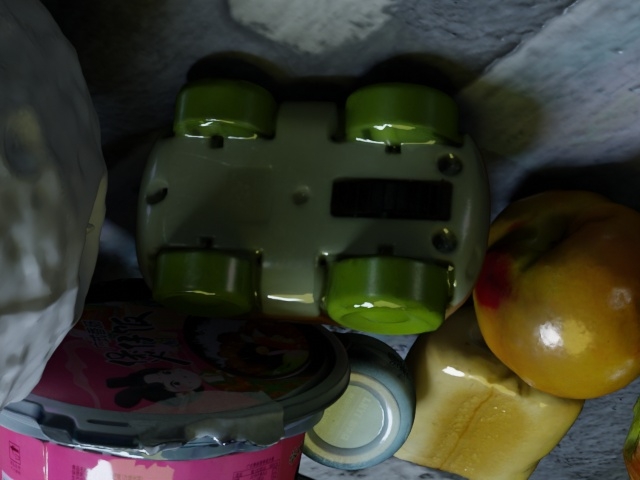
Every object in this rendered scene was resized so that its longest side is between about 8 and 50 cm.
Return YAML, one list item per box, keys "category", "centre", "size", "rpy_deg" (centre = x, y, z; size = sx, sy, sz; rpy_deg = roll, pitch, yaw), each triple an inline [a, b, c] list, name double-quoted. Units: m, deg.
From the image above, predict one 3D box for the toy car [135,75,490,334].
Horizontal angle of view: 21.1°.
- category: "toy car"
  centre: [0.000, 0.000, 1.126]
  size: [0.235, 0.145, 0.235]
  rpy_deg: [5, 163, 2]

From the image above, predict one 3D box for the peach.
- category: "peach"
  centre: [0.165, 0.037, 1.125]
  size: [0.138, 0.138, 0.138]
  rpy_deg: [5, 146, 3]

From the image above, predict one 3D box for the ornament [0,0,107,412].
- category: "ornament"
  centre: [-0.272, -0.030, 0.939]
  size: [0.337, 0.337, 0.337]
  rpy_deg: [5, 146, 3]

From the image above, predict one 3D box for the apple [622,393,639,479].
- category: "apple"
  centre: [0.368, 0.138, 1.071]
  size: [0.340, 0.339, 0.339]
  rpy_deg: [5, 146, 3]

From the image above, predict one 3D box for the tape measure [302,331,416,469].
- category: "tape measure"
  centre: [0.013, 0.100, 1.281]
  size: [0.107, 0.104, 0.180]
  rpy_deg: [23, -171, -7]

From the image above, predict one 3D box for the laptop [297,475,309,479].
- category: "laptop"
  centre: [-0.062, 0.254, 1.602]
  size: [0.129, 0.016, 0.180]
  rpy_deg: [24, 142, -25]

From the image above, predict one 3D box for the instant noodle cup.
- category: "instant noodle cup"
  centre: [-0.116, 0.151, 1.133]
  size: [0.258, 0.302, 0.181]
  rpy_deg: [9, 107, 14]

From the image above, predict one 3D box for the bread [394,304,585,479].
- category: "bread"
  centre: [0.122, 0.113, 1.293]
  size: [0.134, 0.085, 0.173]
  rpy_deg: [19, 146, -4]
